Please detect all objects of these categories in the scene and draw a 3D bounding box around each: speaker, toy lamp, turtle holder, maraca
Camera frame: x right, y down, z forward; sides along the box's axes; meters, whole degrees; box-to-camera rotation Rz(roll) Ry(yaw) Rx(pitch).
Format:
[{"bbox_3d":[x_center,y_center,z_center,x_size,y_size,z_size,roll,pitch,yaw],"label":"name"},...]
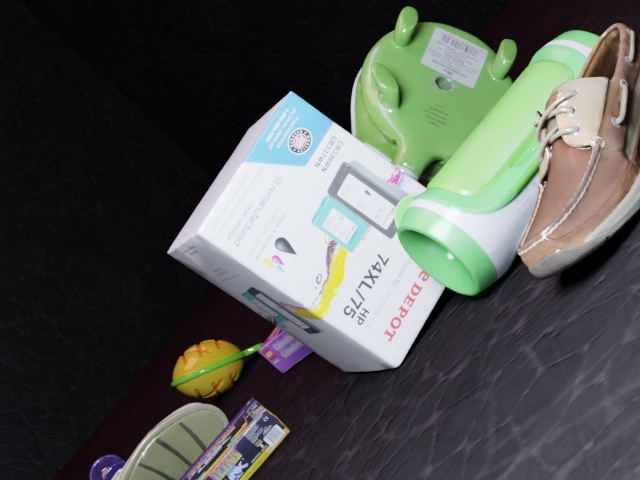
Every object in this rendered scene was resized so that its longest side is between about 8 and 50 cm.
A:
[{"bbox_3d":[0.214,-0.085,1.302,0.296,0.131,0.131,-49,7,-16],"label":"speaker"},{"bbox_3d":[-0.377,0.435,2.246,0.080,0.080,0.275,-49,9,-16],"label":"toy lamp"},{"bbox_3d":[0.160,-0.155,1.795,0.227,0.243,0.320,117,149,-54],"label":"turtle holder"},{"bbox_3d":[-0.183,0.223,2.185,0.186,0.099,0.127,-21,-1,-35],"label":"maraca"}]

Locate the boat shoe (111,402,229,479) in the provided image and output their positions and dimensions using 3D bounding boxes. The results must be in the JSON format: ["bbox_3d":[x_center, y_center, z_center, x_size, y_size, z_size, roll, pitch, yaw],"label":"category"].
[{"bbox_3d":[-0.251,0.354,1.738,0.302,0.113,0.103,-50,13,-17],"label":"boat shoe"}]

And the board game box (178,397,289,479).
[{"bbox_3d":[-0.120,0.286,1.581,0.170,0.048,0.141,-48,8,-8],"label":"board game box"}]

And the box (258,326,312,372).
[{"bbox_3d":[0.039,0.056,1.880,0.201,0.057,0.293,-41,9,48],"label":"box"}]

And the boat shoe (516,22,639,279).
[{"bbox_3d":[0.248,-0.090,1.139,0.123,0.116,0.324,-40,10,48],"label":"boat shoe"}]

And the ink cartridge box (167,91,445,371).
[{"bbox_3d":[0.000,0.000,1.425,0.198,0.270,0.197,-58,10,-15],"label":"ink cartridge box"}]
